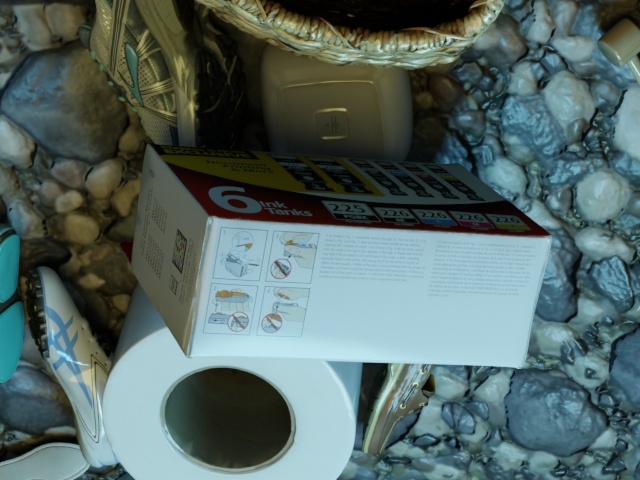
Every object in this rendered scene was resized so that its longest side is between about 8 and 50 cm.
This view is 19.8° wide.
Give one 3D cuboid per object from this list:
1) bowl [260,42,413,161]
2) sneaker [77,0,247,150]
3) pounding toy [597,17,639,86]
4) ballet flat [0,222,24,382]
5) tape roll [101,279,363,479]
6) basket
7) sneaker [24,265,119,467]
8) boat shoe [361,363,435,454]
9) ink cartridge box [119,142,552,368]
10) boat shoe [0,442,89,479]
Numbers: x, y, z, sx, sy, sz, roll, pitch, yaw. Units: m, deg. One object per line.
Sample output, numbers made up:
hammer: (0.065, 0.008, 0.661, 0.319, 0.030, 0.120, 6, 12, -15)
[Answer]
bowl: (0.013, -0.118, 1.699, 0.142, 0.053, 0.142, -2, 124, 7)
sneaker: (-0.149, -0.170, 1.668, 0.122, 0.110, 0.283, 5, 122, 24)
pounding toy: (0.351, -0.141, 1.619, 0.206, 0.181, 0.094, 44, 88, 12)
ballet flat: (-0.336, 0.057, 1.846, 0.070, 0.070, 0.188, 9, 121, 0)
tape roll: (-0.081, 0.128, 1.795, 0.246, 0.169, 0.246, 3, 122, 4)
basket: (0.016, -0.266, 1.460, 0.299, 0.223, 0.213, 18, 81, -7)
sneaker: (-0.238, 0.123, 1.869, 0.086, 0.085, 0.237, -24, 117, -11)
boat shoe: (0.086, 0.151, 1.856, 0.060, 0.064, 0.178, 18, 120, -4)
ink cartridge box: (0.000, 0.000, 1.621, 0.309, 0.272, 0.130, 3, 109, -22)
boat shoe: (-0.302, 0.248, 1.972, 0.125, 0.038, 0.046, -20, 77, 11)
